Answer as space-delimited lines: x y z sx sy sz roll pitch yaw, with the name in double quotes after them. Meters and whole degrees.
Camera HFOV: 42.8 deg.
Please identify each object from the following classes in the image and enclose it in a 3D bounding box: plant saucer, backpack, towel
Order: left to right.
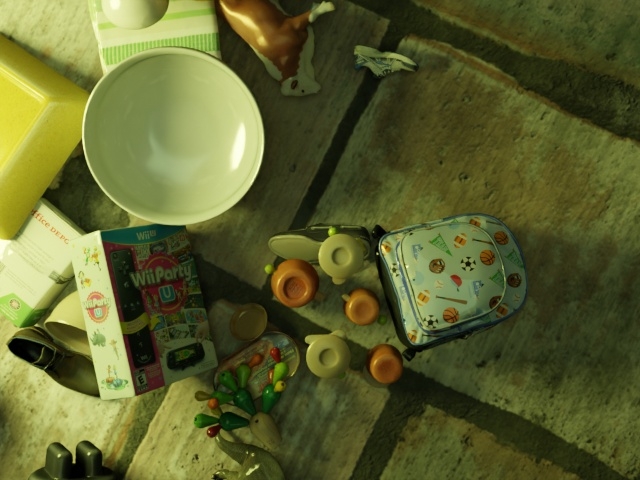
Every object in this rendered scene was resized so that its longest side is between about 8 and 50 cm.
-0.650 -0.222 1.597 0.332 0.081 0.333 33 88 17 "plant saucer"
-0.317 -0.354 1.626 0.247 0.038 0.325 -7 102 2 "towel"
-0.143 0.167 1.640 0.083 0.015 0.083 -10 59 17 "plant saucer"
0.257 0.066 1.559 0.263 0.213 0.277 -15 86 -9 "backpack"

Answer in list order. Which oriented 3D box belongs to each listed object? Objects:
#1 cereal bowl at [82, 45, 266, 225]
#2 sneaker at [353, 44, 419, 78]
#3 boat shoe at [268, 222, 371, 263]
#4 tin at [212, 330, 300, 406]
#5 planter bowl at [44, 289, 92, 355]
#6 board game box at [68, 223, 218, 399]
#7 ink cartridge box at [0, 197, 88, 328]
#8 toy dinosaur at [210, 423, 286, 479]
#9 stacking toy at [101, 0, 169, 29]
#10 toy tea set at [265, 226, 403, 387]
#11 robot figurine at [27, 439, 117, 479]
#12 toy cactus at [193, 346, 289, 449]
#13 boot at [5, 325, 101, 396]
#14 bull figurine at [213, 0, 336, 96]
-0.272 -0.205 1.566 0.338 0.141 0.339 0 106 -2 "cereal bowl"
0.130 -0.352 1.645 0.135 0.052 0.058 15 99 9 "sneaker"
0.000 0.000 1.643 0.206 0.075 0.065 2 46 7 "boat shoe"
-0.128 0.257 1.643 0.189 0.040 0.106 -32 84 1 "tin"
-0.443 0.152 1.606 0.162 0.162 0.109 21 62 2 "planter bowl"
-0.333 0.125 1.555 0.097 0.224 0.304 -14 89 35 "board game box"
-0.575 0.040 1.630 0.160 0.092 0.219 40 90 3 "ink cartridge box"
-0.118 0.492 1.598 0.160 0.121 0.314 -31 54 13 "toy dinosaur"
-0.201 -0.555 1.478 0.480 0.350 0.351 -38 88 8 "stacking toy"
0.036 0.149 1.608 0.200 0.124 0.336 -24 96 0 "toy tea set"
-0.486 0.535 1.583 0.209 0.173 0.278 2 89 8 "robot figurine"
-0.133 0.325 1.584 0.219 0.112 0.181 -36 98 -7 "toy cactus"
-0.524 0.250 1.618 0.219 0.106 0.082 31 90 2 "boot"
-0.087 -0.433 1.622 0.310 0.101 0.188 44 87 1 "bull figurine"
